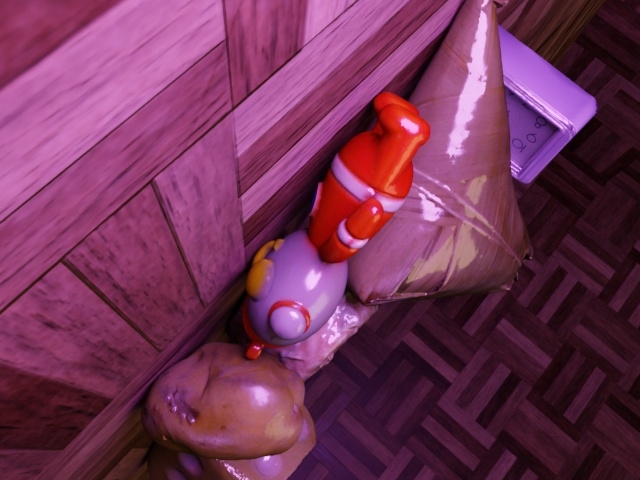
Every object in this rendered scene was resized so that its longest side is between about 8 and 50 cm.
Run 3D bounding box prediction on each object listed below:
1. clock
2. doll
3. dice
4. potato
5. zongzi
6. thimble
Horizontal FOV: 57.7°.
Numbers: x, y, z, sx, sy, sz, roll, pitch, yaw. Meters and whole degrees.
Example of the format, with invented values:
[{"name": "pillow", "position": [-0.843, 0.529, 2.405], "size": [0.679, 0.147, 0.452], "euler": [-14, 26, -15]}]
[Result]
[{"name": "clock", "position": [0.255, -0.186, 0.800], "size": [0.073, 0.193, 0.145], "euler": [-44, 169, -21]}, {"name": "doll", "position": [0.000, 0.000, 0.628], "size": [0.336, 0.105, 0.200], "euler": [-58, -168, 21]}, {"name": "dice", "position": [-0.166, 0.399, 1.099], "size": [0.233, 0.227, 0.238], "euler": [-36, 163, -54]}, {"name": "potato", "position": [-0.115, 0.201, 0.716], "size": [0.154, 0.200, 0.137], "euler": [-58, 138, -60]}, {"name": "zongzi", "position": [0.234, -0.083, 0.807], "size": [0.447, 0.181, 0.418], "euler": [3, 117, -47]}, {"name": "thimble", "position": [-0.028, 0.114, 0.845], "size": [0.196, 0.148, 0.229], "euler": [-45, 170, -5]}]
